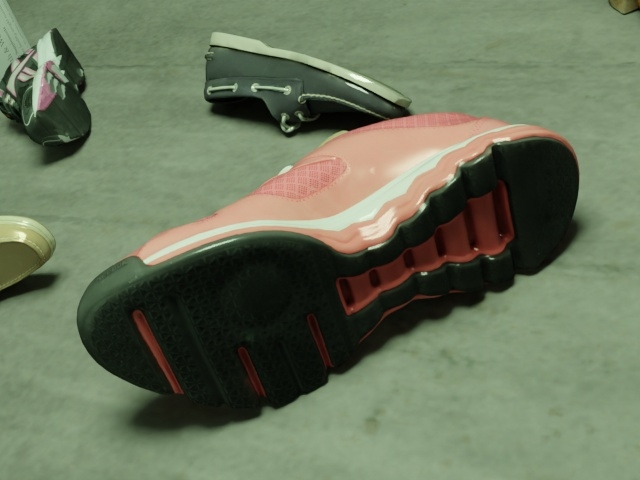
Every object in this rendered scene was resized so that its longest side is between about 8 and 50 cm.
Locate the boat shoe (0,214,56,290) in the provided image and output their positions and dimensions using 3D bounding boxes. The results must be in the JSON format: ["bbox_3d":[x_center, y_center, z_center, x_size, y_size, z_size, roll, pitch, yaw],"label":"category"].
[{"bbox_3d":[-0.273,0.033,0.683,0.170,0.063,0.059,-19,41,15],"label":"boat shoe"}]

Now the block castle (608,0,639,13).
[{"bbox_3d":[0.283,-0.356,0.719,0.213,0.303,0.453,-26,39,2],"label":"block castle"}]

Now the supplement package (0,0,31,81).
[{"bbox_3d":[-0.421,-0.194,0.895,0.149,0.194,0.203,6,46,28],"label":"supplement package"}]

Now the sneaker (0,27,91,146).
[{"bbox_3d":[-0.266,-0.130,0.873,0.077,0.072,0.178,-30,31,6],"label":"sneaker"}]

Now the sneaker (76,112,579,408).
[{"bbox_3d":[0.000,0.000,0.587,0.314,0.116,0.136,-20,30,-13],"label":"sneaker"}]

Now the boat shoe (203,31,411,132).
[{"bbox_3d":[-0.017,-0.120,0.771,0.206,0.075,0.065,23,98,33],"label":"boat shoe"}]

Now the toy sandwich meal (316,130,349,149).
[{"bbox_3d":[0.034,-0.055,0.679,0.085,0.029,0.085,-11,40,10],"label":"toy sandwich meal"}]
